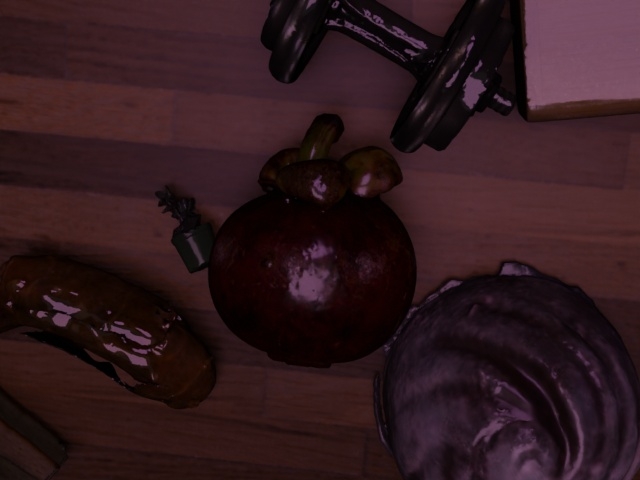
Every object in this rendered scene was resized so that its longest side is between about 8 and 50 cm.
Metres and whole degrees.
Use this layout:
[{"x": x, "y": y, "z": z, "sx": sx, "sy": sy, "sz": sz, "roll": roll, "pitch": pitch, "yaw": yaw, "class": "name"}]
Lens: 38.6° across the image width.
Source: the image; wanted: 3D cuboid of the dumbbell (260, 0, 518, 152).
[{"x": 0.064, "y": -0.205, "z": 0.890, "sx": 0.290, "sy": 0.192, "sz": 0.192, "roll": 30, "pitch": 103, "yaw": -2, "class": "dumbbell"}]

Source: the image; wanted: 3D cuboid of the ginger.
[{"x": -0.257, "y": 0.094, "z": 1.025, "sx": 0.309, "sy": 0.107, "sz": 0.133, "roll": 25, "pitch": 126, "yaw": -3, "class": "ginger"}]

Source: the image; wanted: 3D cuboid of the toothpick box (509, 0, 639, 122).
[{"x": 0.345, "y": -0.207, "z": 0.882, "sx": 0.308, "sy": 0.190, "sz": 0.187, "roll": -4, "pitch": 103, "yaw": 10, "class": "toothpick box"}]

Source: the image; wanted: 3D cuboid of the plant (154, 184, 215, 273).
[{"x": -0.148, "y": -0.017, "z": 1.020, "sx": 0.051, "sy": 0.051, "sz": 0.102, "roll": -26, "pitch": 86, "yaw": 9, "class": "plant"}]

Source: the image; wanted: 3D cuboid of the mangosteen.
[{"x": 0.000, "y": 0.000, "z": 0.934, "sx": 0.215, "sy": 0.215, "sz": 0.258, "roll": 12, "pitch": 93, "yaw": 1, "class": "mangosteen"}]

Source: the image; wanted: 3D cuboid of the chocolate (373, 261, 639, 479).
[{"x": 0.201, "y": 0.198, "z": 0.962, "sx": 0.303, "sy": 0.213, "sz": 0.303, "roll": 1, "pitch": 104, "yaw": 3, "class": "chocolate"}]

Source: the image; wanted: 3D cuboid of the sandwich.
[{"x": -0.449, "y": 0.266, "z": 1.050, "sx": 0.227, "sy": 0.155, "sz": 0.198, "roll": 39, "pitch": 104, "yaw": -5, "class": "sandwich"}]
